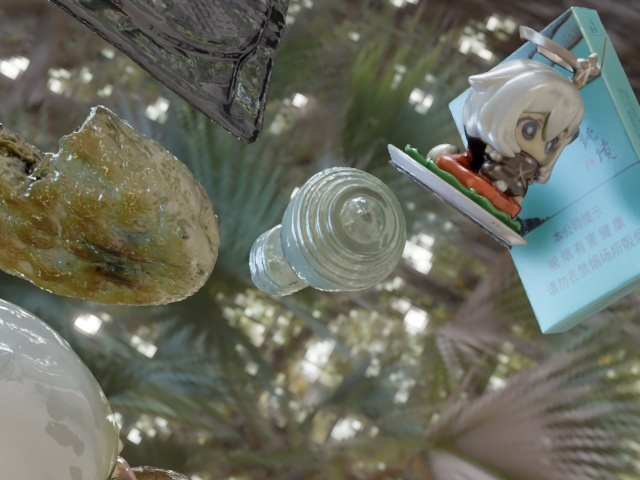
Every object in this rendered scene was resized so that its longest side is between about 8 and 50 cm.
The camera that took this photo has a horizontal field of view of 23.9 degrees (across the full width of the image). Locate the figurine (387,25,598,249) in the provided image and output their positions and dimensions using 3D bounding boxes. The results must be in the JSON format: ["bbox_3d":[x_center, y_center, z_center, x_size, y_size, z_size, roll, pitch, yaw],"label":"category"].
[{"bbox_3d":[0.139,-0.088,1.129,0.154,0.132,0.132,-54,-15,4],"label":"figurine"}]

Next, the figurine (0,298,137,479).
[{"bbox_3d":[-0.202,0.224,0.801,0.274,0.226,0.394,-27,-64,-17],"label":"figurine"}]

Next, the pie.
[{"bbox_3d":[-0.248,-0.024,1.564,0.337,0.337,0.075,95,-166,-55],"label":"pie"}]

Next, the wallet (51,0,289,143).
[{"bbox_3d":[-0.124,-0.240,1.248,0.041,0.247,0.323,-39,26,31],"label":"wallet"}]

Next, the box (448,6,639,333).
[{"bbox_3d":[0.209,-0.057,1.277,0.041,0.229,0.162,-2,-25,-43],"label":"box"}]

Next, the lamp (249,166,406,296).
[{"bbox_3d":[0.000,0.000,1.317,0.106,0.106,0.193,-54,14,-25],"label":"lamp"}]

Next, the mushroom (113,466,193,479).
[{"bbox_3d":[-0.134,0.350,1.373,0.278,0.297,0.163,-33,-6,26],"label":"mushroom"}]
